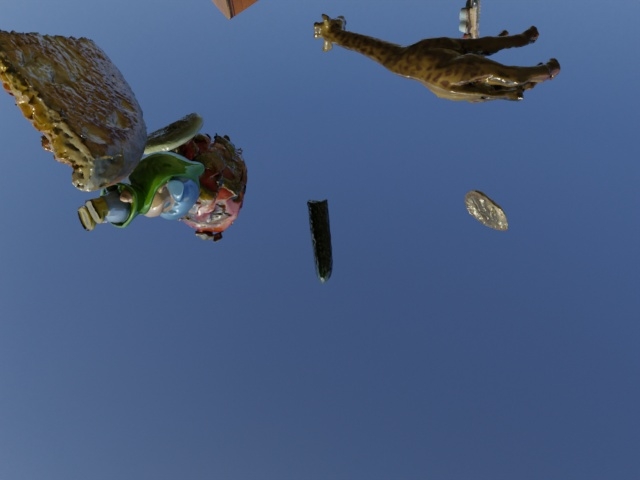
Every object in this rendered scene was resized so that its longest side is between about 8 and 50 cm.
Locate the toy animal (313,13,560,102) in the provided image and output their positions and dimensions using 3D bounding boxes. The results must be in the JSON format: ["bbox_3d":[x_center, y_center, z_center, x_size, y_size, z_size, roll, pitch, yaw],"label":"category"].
[{"bbox_3d":[0.119,-0.208,0.534,0.275,0.054,0.149,6,-126,10],"label":"toy animal"}]

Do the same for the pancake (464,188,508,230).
[{"bbox_3d":[0.464,-0.081,1.331,0.025,0.151,0.151,-40,-119,-10],"label":"pancake"}]

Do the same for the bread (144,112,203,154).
[{"bbox_3d":[-0.381,-0.269,1.216,0.193,0.036,0.112,-30,-141,-10],"label":"bread"}]

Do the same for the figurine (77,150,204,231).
[{"bbox_3d":[-0.358,-0.098,0.977,0.263,0.162,0.143,-33,-87,-47],"label":"figurine"}]

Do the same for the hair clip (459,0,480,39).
[{"bbox_3d":[0.279,-0.358,0.880,0.056,0.214,0.062,11,-118,33],"label":"hair clip"}]

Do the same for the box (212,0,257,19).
[{"bbox_3d":[-0.099,-0.527,0.859,0.237,0.152,0.070,-36,-97,-8],"label":"box"}]

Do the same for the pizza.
[{"bbox_3d":[-0.341,-0.190,0.632,0.086,0.226,0.335,-43,-132,21],"label":"pizza"}]

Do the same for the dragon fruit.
[{"bbox_3d":[-0.403,-0.190,1.466,0.296,0.263,0.314,-46,-135,32],"label":"dragon fruit"}]

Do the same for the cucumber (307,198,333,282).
[{"bbox_3d":[0.000,0.000,1.192,0.052,0.058,0.214,-1,-98,-28],"label":"cucumber"}]
